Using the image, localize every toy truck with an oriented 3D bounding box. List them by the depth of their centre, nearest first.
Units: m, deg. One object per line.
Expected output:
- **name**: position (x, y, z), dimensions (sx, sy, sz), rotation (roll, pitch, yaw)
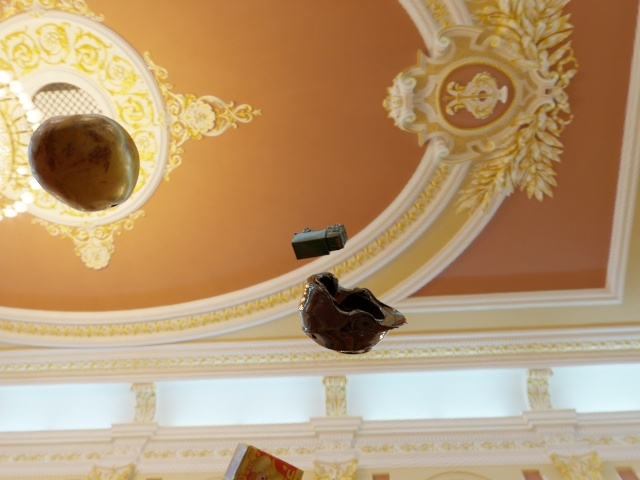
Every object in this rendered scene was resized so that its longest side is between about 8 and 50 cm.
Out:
- **toy truck**: position (0.000, 0.000, 1.248), dimensions (0.147, 0.079, 0.065), rotation (-9, -61, 13)

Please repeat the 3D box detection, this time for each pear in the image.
- **pear**: position (-0.636, -0.213, 1.210), dimensions (0.280, 0.281, 0.281), rotation (1, -73, 2)

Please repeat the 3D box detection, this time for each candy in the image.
- **candy**: position (-0.202, 0.852, 1.599), dimensions (0.276, 0.146, 0.088), rotation (37, -30, -26)

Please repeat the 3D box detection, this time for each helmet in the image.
- **helmet**: position (0.070, 0.228, 1.250), dimensions (0.305, 0.225, 0.177), rotation (28, -80, 4)

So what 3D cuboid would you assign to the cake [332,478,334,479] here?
- **cake**: position (0.046, 0.546, 0.817), dimensions (0.134, 0.147, 0.135), rotation (9, -39, 27)
